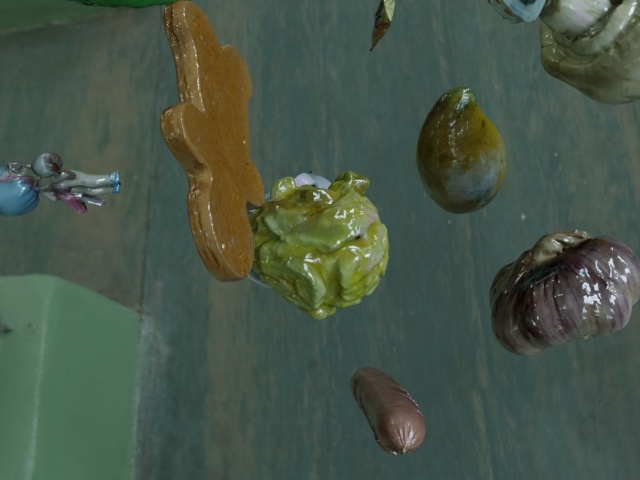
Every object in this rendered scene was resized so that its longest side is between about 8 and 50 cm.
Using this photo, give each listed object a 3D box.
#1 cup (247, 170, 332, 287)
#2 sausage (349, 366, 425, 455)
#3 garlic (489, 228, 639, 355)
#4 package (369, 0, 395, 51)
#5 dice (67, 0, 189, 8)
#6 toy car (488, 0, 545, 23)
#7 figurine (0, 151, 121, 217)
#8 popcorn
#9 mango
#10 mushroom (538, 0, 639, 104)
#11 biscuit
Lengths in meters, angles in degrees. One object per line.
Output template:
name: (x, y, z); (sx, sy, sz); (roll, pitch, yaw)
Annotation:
cup: (-0.044, -0.032, 1.449); (0.202, 0.221, 0.166); (-36, 100, -39)
sausage: (0.111, 0.282, 1.290); (0.088, 0.433, 0.087); (0, 92, -5)
garlic: (0.354, 0.066, 1.124); (0.245, 0.245, 0.160); (-30, 97, -1)
package: (0.144, -0.513, 1.747); (0.031, 0.108, 0.120); (16, 62, -11)
dice: (-0.296, -0.532, 1.142); (0.297, 0.287, 0.300); (-15, 38, -21)
toy car: (0.248, -0.356, 0.879); (0.056, 0.095, 0.204); (20, 89, 50)
figurine: (-0.523, -0.104, 1.472); (0.260, 0.205, 0.102); (-3, 82, -14)
popcorn: (0.000, 0.001, 0.988); (0.186, 0.167, 0.187); (-28, 71, 6)
mango: (0.294, -0.181, 1.578); (0.193, 0.316, 0.146); (-31, 49, -7)
mushroom: (0.419, -0.331, 1.109); (0.260, 0.234, 0.253); (-14, 59, 54)
biscuit: (-0.096, -0.082, 0.666); (0.036, 0.165, 0.250); (-13, 69, 17)
